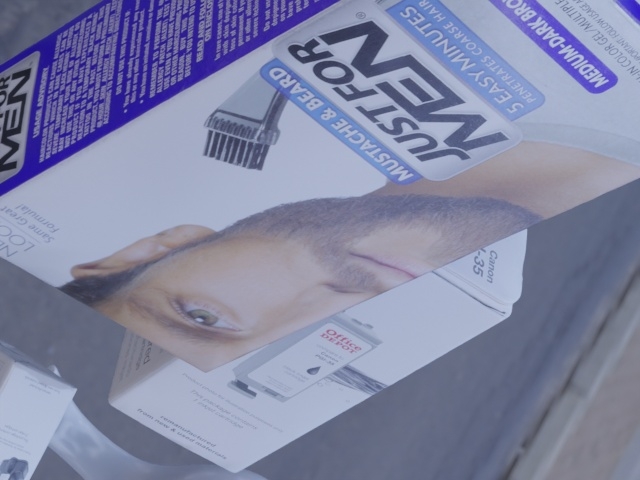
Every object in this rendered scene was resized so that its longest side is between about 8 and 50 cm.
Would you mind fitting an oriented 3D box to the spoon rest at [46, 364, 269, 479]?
[{"bbox_3d":[-0.133,0.208,1.351,0.137,0.276,0.084,-47,154,-17],"label":"spoon rest"}]

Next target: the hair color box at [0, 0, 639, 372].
[{"bbox_3d":[0.006,-0.066,0.802,0.185,0.338,0.110,34,45,-38],"label":"hair color box"}]

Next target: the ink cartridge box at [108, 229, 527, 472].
[{"bbox_3d":[0.000,0.000,1.099,0.283,0.117,0.207,-35,-147,42],"label":"ink cartridge box"}]

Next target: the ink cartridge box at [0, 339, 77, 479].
[{"bbox_3d":[-0.262,0.160,1.192,0.061,0.104,0.181,31,85,-39],"label":"ink cartridge box"}]
